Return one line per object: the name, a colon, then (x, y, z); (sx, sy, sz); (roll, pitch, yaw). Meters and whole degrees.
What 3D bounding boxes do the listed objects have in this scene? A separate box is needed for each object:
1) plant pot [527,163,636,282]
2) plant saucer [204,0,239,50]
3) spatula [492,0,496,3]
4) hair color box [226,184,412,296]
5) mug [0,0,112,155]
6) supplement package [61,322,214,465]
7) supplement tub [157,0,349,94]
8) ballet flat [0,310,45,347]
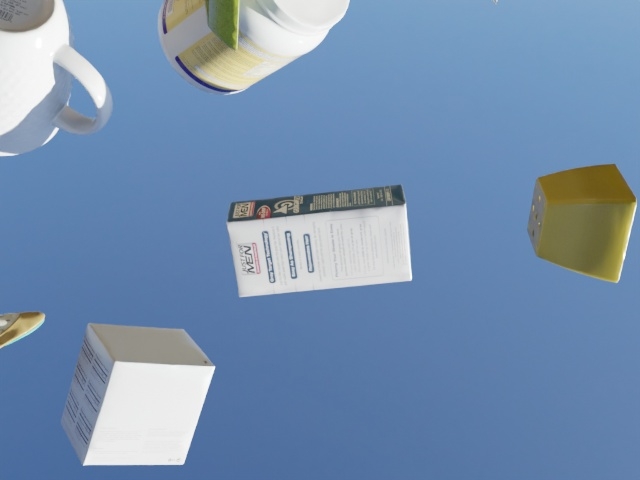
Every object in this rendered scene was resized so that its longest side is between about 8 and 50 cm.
plant pot: (0.587, -0.048, 2.188); (0.187, 0.212, 0.212); (4, -153, 0)
plant saucer: (-0.155, -0.420, 1.475); (0.045, 0.188, 0.188); (-1, -139, -10)
spatula: (0.343, -0.594, 1.924); (0.019, 0.168, 0.242); (-5, -146, 2)
hair color box: (0.000, 0.000, 1.885); (0.347, 0.173, 0.105); (-6, -154, 3)
mug: (-0.566, -0.335, 1.823); (0.374, 0.328, 0.276); (32, -123, -4)
supplement package: (-0.326, 0.272, 1.685); (0.194, 0.203, 0.149); (9, -162, -35)
supplement tub: (-0.126, -0.430, 1.773); (0.241, 0.241, 0.331); (-26, -175, -40)
ballet flat: (-0.669, 0.194, 1.929); (0.232, 0.073, 0.080); (-37, -155, -29)
